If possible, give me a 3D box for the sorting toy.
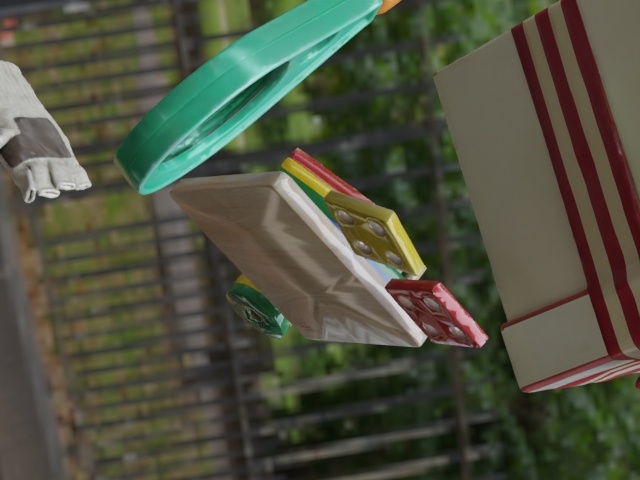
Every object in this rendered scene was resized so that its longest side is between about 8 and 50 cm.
[{"bbox_3d":[0.000,0.000,1.130,0.132,0.046,0.274,47,-21,-21],"label":"sorting toy"}]

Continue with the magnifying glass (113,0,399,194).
[{"bbox_3d":[0.003,-0.096,0.871,0.026,0.231,0.092,49,-18,5],"label":"magnifying glass"}]

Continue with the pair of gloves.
[{"bbox_3d":[-0.358,-0.110,1.970,0.204,0.240,0.042,52,-56,28],"label":"pair of gloves"}]

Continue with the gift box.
[{"bbox_3d":[0.247,-0.027,1.285,0.276,0.255,0.258,-31,-109,49],"label":"gift box"}]
